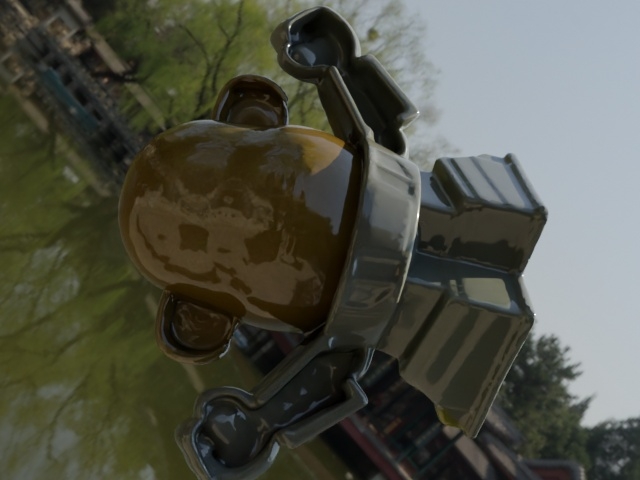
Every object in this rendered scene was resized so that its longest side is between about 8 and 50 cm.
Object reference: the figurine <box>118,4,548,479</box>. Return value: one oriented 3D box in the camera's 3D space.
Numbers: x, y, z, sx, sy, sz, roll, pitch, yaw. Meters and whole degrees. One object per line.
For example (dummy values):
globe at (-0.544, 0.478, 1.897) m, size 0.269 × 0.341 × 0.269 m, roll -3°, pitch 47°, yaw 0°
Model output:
figurine at (0.000, -0.001, 0.562) m, size 0.284 × 0.343 × 0.167 m, roll 12°, pitch -37°, yaw -7°
